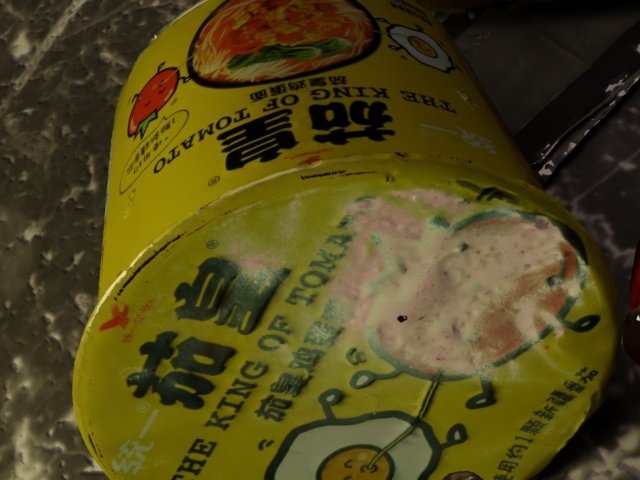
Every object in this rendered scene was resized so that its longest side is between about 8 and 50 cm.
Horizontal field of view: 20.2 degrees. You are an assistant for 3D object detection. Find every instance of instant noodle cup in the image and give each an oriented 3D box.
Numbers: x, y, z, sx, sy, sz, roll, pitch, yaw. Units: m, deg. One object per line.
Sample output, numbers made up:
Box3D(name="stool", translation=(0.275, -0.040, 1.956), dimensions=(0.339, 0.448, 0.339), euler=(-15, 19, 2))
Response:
Box3D(name="instant noodle cup", translation=(0.000, 0.000, 1.129), dimensions=(0.325, 0.325, 0.254), euler=(-26, 40, 11))

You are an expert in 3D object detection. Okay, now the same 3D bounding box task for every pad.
Box3D(name="pad", translation=(0.179, -0.158, 1.310), dimensions=(0.233, 0.022, 0.174), euler=(-44, 48, -6))

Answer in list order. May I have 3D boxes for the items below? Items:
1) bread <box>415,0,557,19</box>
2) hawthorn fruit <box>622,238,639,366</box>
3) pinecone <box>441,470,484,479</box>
Box3D(name="bread", translation=(0.219, -0.260, 1.274), dimensions=(0.416, 0.113, 0.165), euler=(-2, 58, 27))
Box3D(name="hawthorn fruit", translation=(0.271, -0.010, 1.045), dimensions=(0.189, 0.189, 0.251), euler=(-8, 63, 25))
Box3D(name="pinecone", translation=(0.041, 0.256, 0.973), dimensions=(0.224, 0.224, 0.272), euler=(10, 83, 34))
